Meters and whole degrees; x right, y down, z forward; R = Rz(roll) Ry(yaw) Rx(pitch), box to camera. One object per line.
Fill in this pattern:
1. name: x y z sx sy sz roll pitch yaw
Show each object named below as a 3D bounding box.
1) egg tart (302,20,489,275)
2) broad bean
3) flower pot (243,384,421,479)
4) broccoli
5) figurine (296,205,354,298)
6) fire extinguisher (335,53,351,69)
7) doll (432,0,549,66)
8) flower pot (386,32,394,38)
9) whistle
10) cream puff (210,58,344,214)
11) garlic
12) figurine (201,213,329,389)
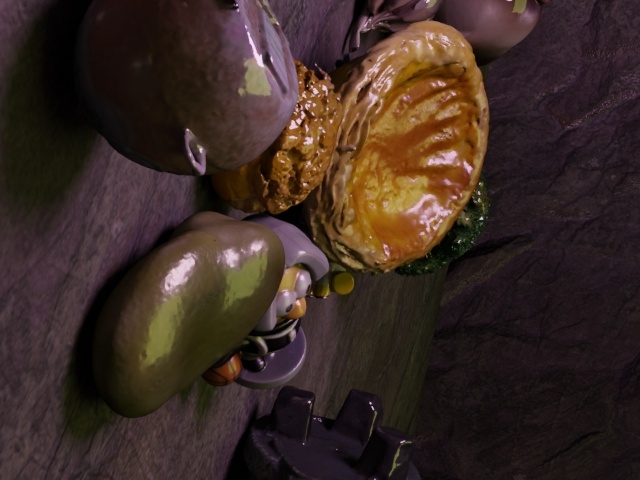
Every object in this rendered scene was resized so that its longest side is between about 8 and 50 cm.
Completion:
1. egg tart: 0.087 -0.132 1.571 0.388 0.169 0.387 -29 133 -36
2. broad bean: -0.146 0.072 1.122 0.263 0.121 0.189 -38 147 -46
3. flower pot: 0.006 0.379 1.667 0.299 0.299 0.282 -18 128 -75
4. broccoli: 0.162 -0.082 1.953 0.275 0.308 0.307 -5 111 -50
5. figurine: -0.004 0.002 1.674 0.129 0.109 0.178 -54 135 -45
6. fire extinguisher: 0.085 -0.248 1.752 0.311 0.095 0.114 -40 114 -70
7. doll: 0.280 -0.485 1.797 0.215 0.226 0.370 -4 91 -58
8. flower pot: 0.214 -0.380 1.985 0.179 0.195 0.195 -53 157 -30
9. whistle: -0.116 -0.185 0.920 0.189 0.189 0.347 87 -1 -52
10. cream puff: -0.045 -0.118 1.263 0.189 0.129 0.189 16 90 -80
11. garlic: 0.109 -0.363 1.697 0.194 0.127 0.131 -50 161 -24
12. figurine: -0.080 0.079 1.328 0.176 0.133 0.236 -47 158 -33
